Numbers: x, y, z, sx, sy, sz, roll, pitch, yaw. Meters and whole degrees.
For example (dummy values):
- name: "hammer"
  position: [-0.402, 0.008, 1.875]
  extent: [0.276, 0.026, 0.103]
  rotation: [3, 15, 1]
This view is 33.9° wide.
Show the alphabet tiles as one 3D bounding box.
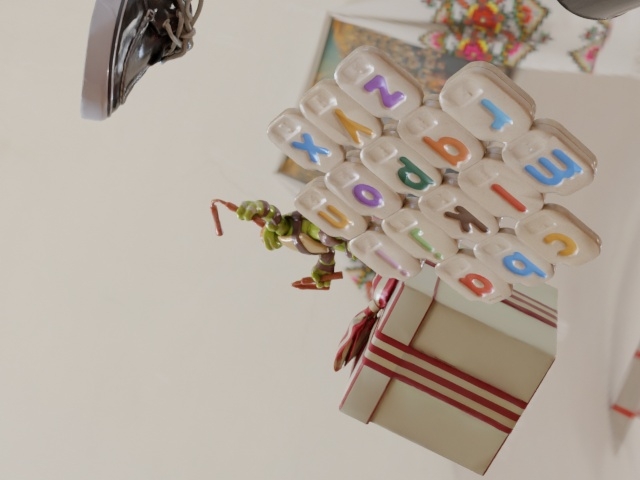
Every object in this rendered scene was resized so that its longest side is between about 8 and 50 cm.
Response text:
- name: "alphabet tiles"
  position: [0.098, -0.049, 0.921]
  extent: [0.278, 0.284, 0.021]
  rotation: [38, -126, -15]

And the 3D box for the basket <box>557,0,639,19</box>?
- name: "basket"
  position: [0.451, -0.397, 1.411]
  extent: [0.204, 0.227, 0.154]
  rotation: [-20, -82, -23]

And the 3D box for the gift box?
- name: "gift box"
  position: [0.172, 0.144, 1.510]
  extent: [0.276, 0.258, 0.255]
  rotation: [-63, -2, -69]

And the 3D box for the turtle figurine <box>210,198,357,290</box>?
- name: "turtle figurine"
  position: [0.000, 0.000, 1.387]
  extent: [0.269, 0.217, 0.087]
  rotation: [43, -118, -44]

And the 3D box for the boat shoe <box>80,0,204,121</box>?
- name: "boat shoe"
  position: [-0.183, -0.249, 1.146]
  extent: [0.113, 0.105, 0.306]
  rotation: [110, 171, -51]
